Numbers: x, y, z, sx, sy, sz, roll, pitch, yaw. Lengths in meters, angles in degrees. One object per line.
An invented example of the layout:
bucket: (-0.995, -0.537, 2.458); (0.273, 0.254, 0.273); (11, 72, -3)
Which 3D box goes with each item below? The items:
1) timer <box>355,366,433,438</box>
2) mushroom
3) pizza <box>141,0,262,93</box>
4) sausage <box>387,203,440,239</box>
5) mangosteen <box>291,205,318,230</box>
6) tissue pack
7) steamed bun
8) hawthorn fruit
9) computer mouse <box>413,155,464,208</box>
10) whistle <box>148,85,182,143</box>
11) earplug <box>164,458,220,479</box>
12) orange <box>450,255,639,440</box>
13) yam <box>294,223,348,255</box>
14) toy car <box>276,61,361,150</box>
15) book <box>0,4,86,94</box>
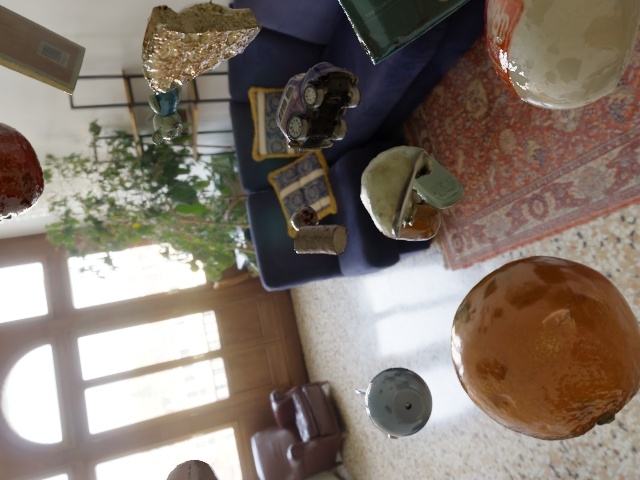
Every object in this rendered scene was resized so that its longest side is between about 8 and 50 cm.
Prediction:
timer: (0.175, 0.408, 1.154); (0.255, 0.175, 0.175); (111, 145, -54)
mushroom: (0.192, -0.152, 1.317); (0.189, 0.164, 0.267); (32, -103, -64)
pizza: (-0.219, -0.329, 0.781); (0.204, 0.188, 0.080); (-26, 90, 54)
sausage: (0.346, -0.071, 1.788); (0.120, 0.241, 0.136); (-106, 24, -52)
mangosteen: (-0.046, -0.061, 1.386); (0.081, 0.081, 0.080); (170, 90, -72)
tissue pack: (0.138, -0.423, 0.684); (0.192, 0.271, 0.134); (50, -165, -36)
steamed bun: (0.445, -0.439, 0.910); (0.374, 0.242, 0.374); (-2, -90, -77)
hawthorn fruit: (-0.710, -0.164, 0.991); (0.205, 0.205, 0.253); (-148, 43, -67)
computer mouse: (0.425, -0.227, 1.843); (0.288, 0.160, 0.097); (52, 158, 26)
whistle: (-0.424, -0.376, 1.300); (0.077, 0.114, 0.235); (33, 136, 20)
earplug: (-0.187, 0.464, 0.676); (0.301, 0.172, 0.172); (-113, 21, -51)
orange: (0.380, 0.183, 0.809); (0.312, 0.312, 0.312); (170, 90, -72)
yam: (0.000, -0.003, 1.216); (0.127, 0.084, 0.084); (3, 106, 28)
toy car: (-0.015, -0.361, 1.233); (0.158, 0.172, 0.235); (50, 132, 26)
book: (-0.540, -0.351, 0.807); (0.018, 0.242, 0.170); (-46, 40, 30)
